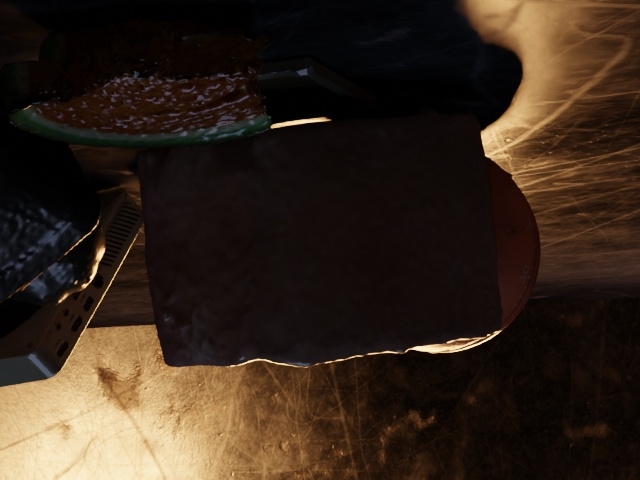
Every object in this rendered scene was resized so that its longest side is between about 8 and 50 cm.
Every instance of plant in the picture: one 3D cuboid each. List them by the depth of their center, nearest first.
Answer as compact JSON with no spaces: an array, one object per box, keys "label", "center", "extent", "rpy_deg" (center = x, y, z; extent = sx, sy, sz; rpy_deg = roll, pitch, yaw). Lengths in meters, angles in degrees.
[{"label":"plant","center":[-0.296,-0.033,1.776],"extent":[0.164,0.142,0.256],"rpy_deg":[-36,144,1]}]

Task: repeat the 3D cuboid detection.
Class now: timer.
[{"label":"timer","center":[0.128,0.008,2.141],"extent":[0.229,0.230,0.215],"rpy_deg":[-7,163,17]}]

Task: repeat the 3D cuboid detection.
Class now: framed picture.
[{"label":"framed picture","center":[-0.108,-0.123,1.783],"extent":[0.281,0.019,0.209],"rpy_deg":[-7,172,16]}]

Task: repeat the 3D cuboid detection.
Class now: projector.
[{"label":"projector","center":[-0.354,0.057,2.240],"extent":[0.259,0.257,0.079],"rpy_deg":[-11,131,38]}]

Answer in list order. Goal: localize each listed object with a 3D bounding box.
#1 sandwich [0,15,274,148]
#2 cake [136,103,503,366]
[{"label":"sandwich","center":[-0.139,-0.132,1.513],"extent":[0.235,0.079,0.159],"rpy_deg":[-6,163,-21]},{"label":"cake","center":[0.000,0.000,1.849],"extent":[0.308,0.230,0.237],"rpy_deg":[-10,180,-35]}]
